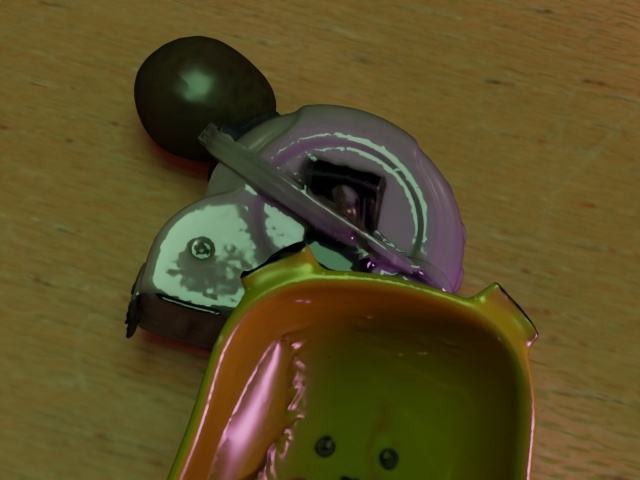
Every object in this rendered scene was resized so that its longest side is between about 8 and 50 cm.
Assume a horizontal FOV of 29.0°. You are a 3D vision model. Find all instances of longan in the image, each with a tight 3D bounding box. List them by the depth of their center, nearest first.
[{"bbox_3d":[-0.088,-0.109,0.950,0.113,0.092,0.113,12,24,-6],"label":"longan"}]

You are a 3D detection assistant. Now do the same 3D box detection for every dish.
[{"bbox_3d":[0.019,0.136,0.762,0.221,0.108,0.262,10,93,-3],"label":"dish"}]

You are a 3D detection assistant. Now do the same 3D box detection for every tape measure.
[{"bbox_3d":[0.000,0.000,0.875,0.236,0.120,0.197,15,66,-7],"label":"tape measure"}]
